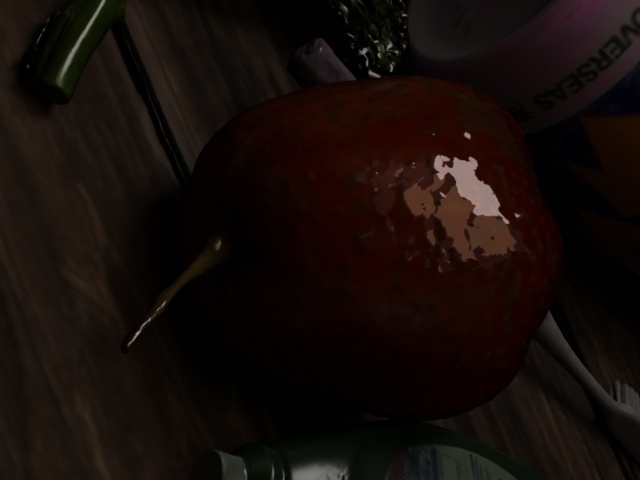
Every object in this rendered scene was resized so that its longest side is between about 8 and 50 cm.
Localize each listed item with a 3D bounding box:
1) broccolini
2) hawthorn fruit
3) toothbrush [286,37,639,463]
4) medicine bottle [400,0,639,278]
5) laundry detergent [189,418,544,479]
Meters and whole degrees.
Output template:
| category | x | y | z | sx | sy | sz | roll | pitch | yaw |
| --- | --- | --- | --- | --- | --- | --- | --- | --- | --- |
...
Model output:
| category | x | y | z | sx | sy | sz | roll | pitch | yaw |
| --- | --- | --- | --- | --- | --- | --- | --- | --- | --- |
| broccolini | -0.036 | -0.103 | 0.744 | 0.271 | 0.062 | 0.123 | -34 | 92 | -44 |
| hawthorn fruit | 0.000 | 0.000 | 0.663 | 0.203 | 0.162 | 0.162 | 4 | 66 | -28 |
| toothbrush | 0.098 | 0.016 | 0.817 | 0.354 | 0.024 | 0.029 | 46 | 33 | -30 |
| medicine bottle | 0.200 | -0.080 | 0.884 | 0.291 | 0.178 | 0.178 | 39 | 46 | -29 |
| laundry detergent | 0.029 | 0.142 | 0.668 | 0.211 | 0.063 | 0.137 | 26 | 59 | -38 |
